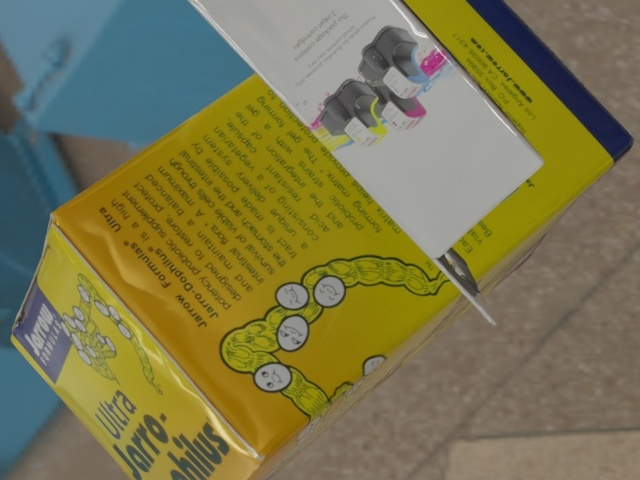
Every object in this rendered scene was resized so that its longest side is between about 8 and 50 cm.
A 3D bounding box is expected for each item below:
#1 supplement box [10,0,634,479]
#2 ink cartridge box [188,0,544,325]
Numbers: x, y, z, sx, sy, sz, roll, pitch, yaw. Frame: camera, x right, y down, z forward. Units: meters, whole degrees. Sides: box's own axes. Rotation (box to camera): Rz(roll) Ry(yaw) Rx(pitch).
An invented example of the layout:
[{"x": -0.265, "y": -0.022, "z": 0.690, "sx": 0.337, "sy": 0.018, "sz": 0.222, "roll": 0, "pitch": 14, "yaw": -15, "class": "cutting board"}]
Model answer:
[{"x": 0.000, "y": 0.000, "z": 1.162, "sx": 0.195, "sy": 0.356, "sz": 0.194, "roll": 48, "pitch": 152, "yaw": 8, "class": "supplement box"}, {"x": 0.027, "y": -0.059, "z": 0.711, "sx": 0.061, "sy": 0.181, "sz": 0.104, "roll": -42, "pitch": 13, "yaw": 7, "class": "ink cartridge box"}]
